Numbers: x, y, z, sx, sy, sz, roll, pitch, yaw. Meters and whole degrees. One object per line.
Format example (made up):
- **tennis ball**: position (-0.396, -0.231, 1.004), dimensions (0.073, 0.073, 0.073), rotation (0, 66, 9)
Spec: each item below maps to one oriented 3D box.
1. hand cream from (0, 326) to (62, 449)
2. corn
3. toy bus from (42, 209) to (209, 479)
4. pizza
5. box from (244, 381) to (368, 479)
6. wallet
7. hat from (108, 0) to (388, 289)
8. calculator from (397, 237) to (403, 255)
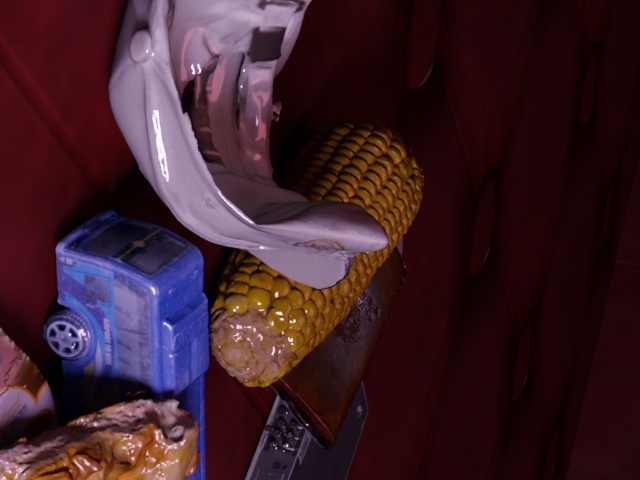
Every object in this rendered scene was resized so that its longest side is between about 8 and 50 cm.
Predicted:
- **hand cream**: position (-0.186, 0.109, 1.030), dimensions (0.062, 0.039, 0.163), rotation (-54, 151, -23)
- **corn**: position (0.000, 0.000, 1.421), dimensions (0.322, 0.119, 0.119), rotation (-59, 153, -47)
- **toy bus**: position (-0.121, 0.102, 1.129), dimensions (0.079, 0.094, 0.236), rotation (-49, 145, -59)
- **pizza**: position (-0.151, 0.162, 1.033), dimensions (0.182, 0.062, 0.161), rotation (-46, 141, -5)
- **box**: position (-0.016, 0.216, 1.606), dimensions (0.211, 0.045, 0.270), rotation (79, 27, -51)
- **wallet**: position (0.011, 0.057, 1.553), dimensions (0.137, 0.031, 0.255), rotation (57, 35, -25)
- **hat**: position (-0.066, -0.085, 1.183), dimensions (0.301, 0.168, 0.258), rotation (118, -32, -69)
- **calculator**: position (0.059, -0.008, 1.742), dimensions (0.100, 0.032, 0.175), rotation (-46, 142, -62)
